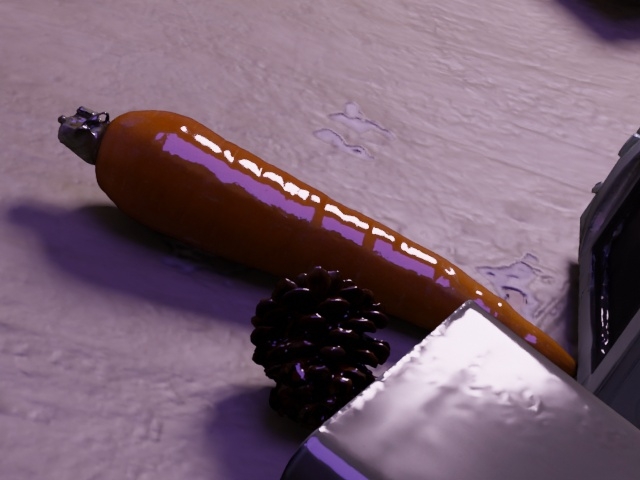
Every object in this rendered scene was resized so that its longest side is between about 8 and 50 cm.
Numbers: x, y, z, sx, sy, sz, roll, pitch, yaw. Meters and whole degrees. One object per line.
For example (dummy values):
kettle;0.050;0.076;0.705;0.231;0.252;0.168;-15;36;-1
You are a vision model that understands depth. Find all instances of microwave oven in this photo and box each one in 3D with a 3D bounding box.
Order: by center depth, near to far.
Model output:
microwave oven;0.242;0.027;0.910;0.162;0.122;0.208;24;35;-6

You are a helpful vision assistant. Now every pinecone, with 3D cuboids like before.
pinecone;0.003;0.058;0.811;0.077;0.077;0.083;3;42;-22

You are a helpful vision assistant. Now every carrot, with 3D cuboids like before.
carrot;0.000;0.000;0.898;0.336;0.069;0.069;24;35;1

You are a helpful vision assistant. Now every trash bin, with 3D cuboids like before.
trash bin;0.105;0.163;0.683;0.240;0.122;0.164;36;39;18
